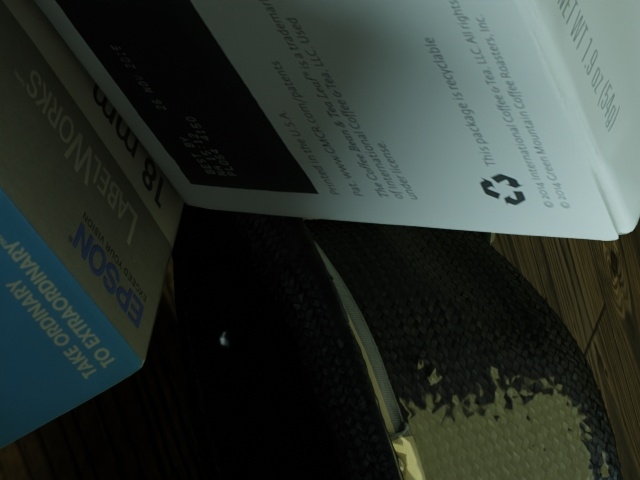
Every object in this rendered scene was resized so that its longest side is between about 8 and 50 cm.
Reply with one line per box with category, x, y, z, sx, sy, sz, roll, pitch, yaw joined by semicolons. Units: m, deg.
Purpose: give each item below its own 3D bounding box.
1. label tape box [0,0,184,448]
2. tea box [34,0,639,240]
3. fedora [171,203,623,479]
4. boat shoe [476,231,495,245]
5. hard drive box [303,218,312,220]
label tape box;-0.156;-0.054;0.611;0.333;0.106;0.240;-80;149;-42
tea box;0.023;-0.227;0.589;0.329;0.220;0.323;56;49;-44
fedora;0.044;0.103;0.765;0.334;0.152;0.334;165;-90;-72
boat shoe;0.065;-0.066;1.135;0.302;0.114;0.091;40;38;-56
hard drive box;0.000;0.000;0.979;0.181;0.089;0.232;-64;137;-56
